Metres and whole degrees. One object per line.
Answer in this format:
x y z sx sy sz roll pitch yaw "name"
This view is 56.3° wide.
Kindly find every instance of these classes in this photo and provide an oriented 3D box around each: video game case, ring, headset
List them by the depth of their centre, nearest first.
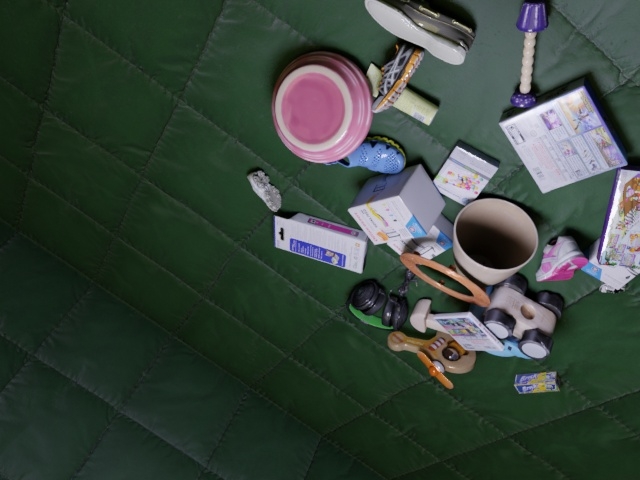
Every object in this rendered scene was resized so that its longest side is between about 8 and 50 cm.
0.674 -0.284 1.662 0.244 0.061 0.270 -20 119 41 "video game case"
0.419 0.124 2.002 0.336 0.032 0.336 30 172 5 "ring"
0.510 0.316 2.070 0.183 0.023 0.201 44 158 -12 "video game case"
0.255 0.234 2.366 0.243 0.185 0.394 28 153 -6 "headset"

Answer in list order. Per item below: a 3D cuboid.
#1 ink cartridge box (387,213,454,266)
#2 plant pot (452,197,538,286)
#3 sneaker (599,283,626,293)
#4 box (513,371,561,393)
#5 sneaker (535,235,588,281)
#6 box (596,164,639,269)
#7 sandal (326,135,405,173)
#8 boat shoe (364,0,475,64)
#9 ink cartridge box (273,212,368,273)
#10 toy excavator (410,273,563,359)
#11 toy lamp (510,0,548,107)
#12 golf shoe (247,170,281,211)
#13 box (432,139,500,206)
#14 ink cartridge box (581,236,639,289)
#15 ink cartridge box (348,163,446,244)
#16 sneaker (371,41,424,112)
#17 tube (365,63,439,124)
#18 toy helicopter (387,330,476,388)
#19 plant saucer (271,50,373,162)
0.355 -0.012 2.077 0.148 0.086 0.203 39 136 -12 "ink cartridge box"
0.537 0.044 1.944 0.256 0.257 0.274 19 153 11 "plant pot"
0.954 0.159 1.957 0.083 0.037 0.032 -24 118 43 "sneaker"
0.863 0.566 2.382 0.168 0.059 0.054 -17 119 38 "box"
0.767 0.060 1.925 0.102 0.111 0.252 -2 157 -9 "sneaker"
0.912 -0.058 1.678 0.200 0.057 0.294 8 116 14 "box"
0.115 -0.274 1.918 0.317 0.138 0.126 16 134 11 "sandal"
0.263 -0.578 1.578 0.304 0.091 0.109 30 175 1 "boat shoe"
0.000 0.000 2.296 0.370 0.069 0.176 15 137 11 "ink cartridge box"
0.586 0.304 2.190 0.432 0.222 0.445 29 146 2 "toy excavator"
0.537 -0.481 1.537 0.080 0.080 0.275 9 137 20 "toy lamp"
-0.211 -0.187 2.244 0.086 0.069 0.176 9 135 50 "golf shoe"
0.449 -0.206 1.876 0.145 0.038 0.186 29 139 1 "box"
0.918 0.043 1.833 0.139 0.082 0.191 29 139 1 "ink cartridge box"
0.247 -0.113 1.952 0.232 0.168 0.171 -12 124 49 "ink cartridge box"
0.204 -0.461 1.699 0.083 0.084 0.215 37 105 10 "sneaker"
0.235 -0.427 1.769 0.240 0.070 0.062 31 -179 5 "tube"
0.432 0.443 2.359 0.354 0.235 0.140 11 135 17 "toy helicopter"
-0.008 -0.398 1.800 0.331 0.084 0.333 6 106 22 "plant saucer"
